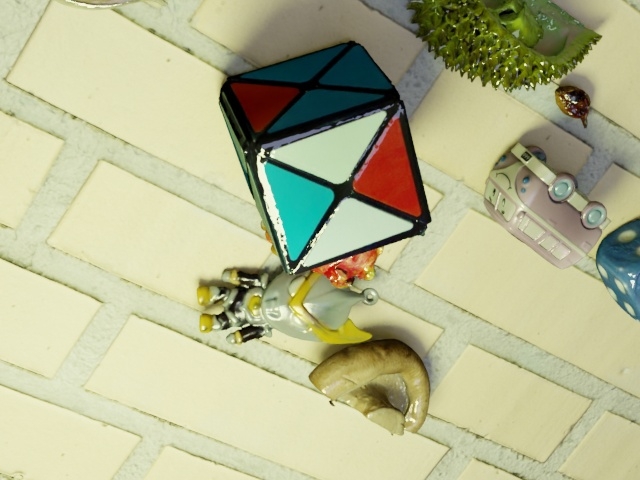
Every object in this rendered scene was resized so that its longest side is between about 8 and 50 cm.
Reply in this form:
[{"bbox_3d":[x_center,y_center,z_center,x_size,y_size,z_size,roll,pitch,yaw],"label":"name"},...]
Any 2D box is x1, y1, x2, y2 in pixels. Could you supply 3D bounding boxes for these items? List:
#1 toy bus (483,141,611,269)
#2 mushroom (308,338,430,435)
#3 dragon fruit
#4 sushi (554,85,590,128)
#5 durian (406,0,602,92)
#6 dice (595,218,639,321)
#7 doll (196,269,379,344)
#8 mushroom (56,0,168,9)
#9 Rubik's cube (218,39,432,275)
[{"bbox_3d":[0.385,-0.060,2.060,0.202,0.142,0.142,34,104,-31],"label":"toy bus"},{"bbox_3d":[0.108,0.249,2.159,0.285,0.156,0.151,30,95,-42],"label":"mushroom"},{"bbox_3d":[0.000,0.000,1.981,0.207,0.150,0.133,14,79,-3],"label":"dragon fruit"},{"bbox_3d":[0.432,-0.235,2.029,0.099,0.047,0.050,33,103,-32],"label":"sushi"},{"bbox_3d":[0.279,-0.343,1.904,0.355,0.157,0.170,29,72,-30],"label":"durian"},{"bbox_3d":[0.600,0.053,2.194,0.143,0.146,0.146,-30,123,-1],"label":"dice"},{"bbox_3d":[-0.054,0.103,2.046,0.316,0.146,0.103,-4,154,-9],"label":"doll"},{"bbox_3d":[-0.366,-0.376,1.702,0.306,0.043,0.068,23,135,-29],"label":"mushroom"},{"bbox_3d":[0.003,-0.131,1.834,0.248,0.246,0.250,-20,124,-4],"label":"Rubik's cube"}]
